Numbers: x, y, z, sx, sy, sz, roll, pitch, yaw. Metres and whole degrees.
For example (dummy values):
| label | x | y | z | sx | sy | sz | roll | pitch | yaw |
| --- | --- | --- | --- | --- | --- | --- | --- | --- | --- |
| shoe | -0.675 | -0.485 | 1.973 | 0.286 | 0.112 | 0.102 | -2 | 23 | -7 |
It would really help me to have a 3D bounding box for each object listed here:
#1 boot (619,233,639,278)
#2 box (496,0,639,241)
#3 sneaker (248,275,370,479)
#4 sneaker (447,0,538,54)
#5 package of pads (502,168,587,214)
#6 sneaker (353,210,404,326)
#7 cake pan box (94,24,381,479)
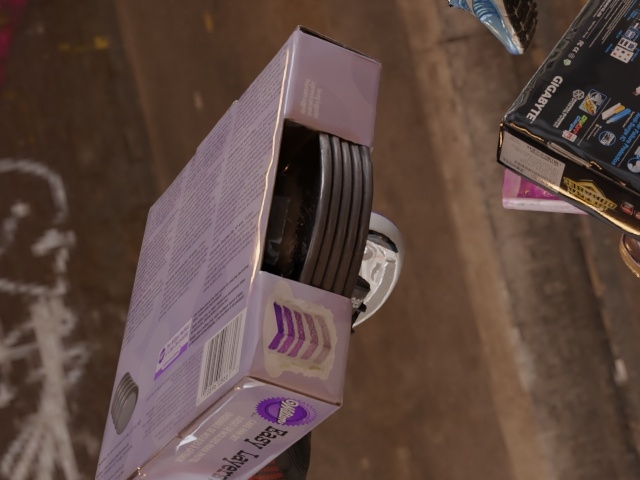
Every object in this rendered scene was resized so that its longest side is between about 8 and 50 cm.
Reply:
| label | x | y | z | sx | sy | sz | roll | pitch | yaw |
| --- | --- | --- | --- | --- | --- | --- | --- | --- | --- |
| boot | 0.477 | -0.062 | 2.256 | 0.248 | 0.090 | 0.207 | -89 | 24 | -60 |
| box | 0.242 | -0.099 | 1.089 | 0.175 | 0.220 | 0.051 | 30 | 156 | 16 |
| sneaker | -0.025 | 0.081 | 1.346 | 0.097 | 0.135 | 0.276 | 11 | -106 | -77 |
| sneaker | 0.174 | -0.265 | 1.838 | 0.073 | 0.063 | 0.162 | -11 | 126 | 43 |
| package of pads | 0.203 | -0.051 | 1.506 | 0.032 | 0.083 | 0.050 | 62 | -145 | -66 |
| sneaker | 0.000 | 0.000 | 1.953 | 0.323 | 0.130 | 0.236 | -51 | 20 | 45 |
| cake pan box | -0.054 | 0.031 | 1.070 | 0.267 | 0.070 | 0.245 | -46 | 32 | 51 |
